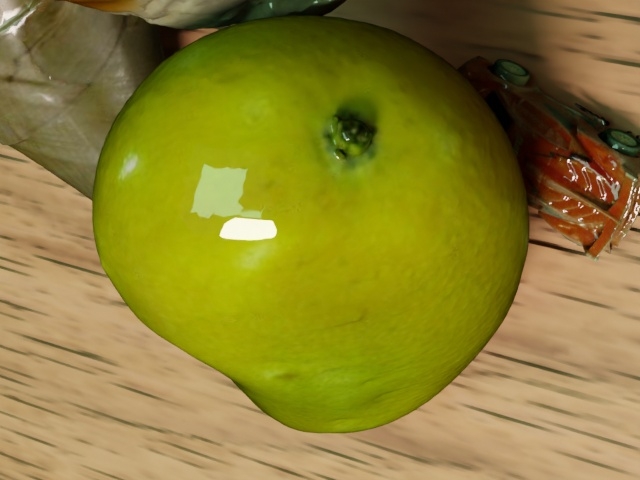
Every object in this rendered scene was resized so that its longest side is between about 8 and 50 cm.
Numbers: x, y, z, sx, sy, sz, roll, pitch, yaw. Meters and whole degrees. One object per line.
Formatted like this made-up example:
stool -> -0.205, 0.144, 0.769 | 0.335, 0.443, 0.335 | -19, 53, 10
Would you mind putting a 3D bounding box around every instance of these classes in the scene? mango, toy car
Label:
mango -> 0.007, -0.004, 0.822 | 0.185, 0.273, 0.149 | -22, 59, 14
toy car -> 0.104, -0.043, 0.862 | 0.122, 0.035, 0.059 | 36, 121, 23

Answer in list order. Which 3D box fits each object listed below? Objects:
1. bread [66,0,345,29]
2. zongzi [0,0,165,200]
bread -> -0.020, -0.233, 0.737 | 0.250, 0.225, 0.279 | -31, 51, 50
zongzi -> -0.254, -0.155, 0.982 | 0.356, 0.174, 0.393 | 0, 122, 26
